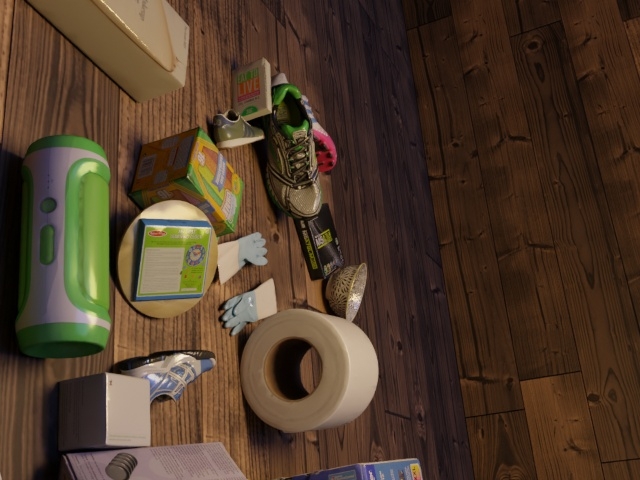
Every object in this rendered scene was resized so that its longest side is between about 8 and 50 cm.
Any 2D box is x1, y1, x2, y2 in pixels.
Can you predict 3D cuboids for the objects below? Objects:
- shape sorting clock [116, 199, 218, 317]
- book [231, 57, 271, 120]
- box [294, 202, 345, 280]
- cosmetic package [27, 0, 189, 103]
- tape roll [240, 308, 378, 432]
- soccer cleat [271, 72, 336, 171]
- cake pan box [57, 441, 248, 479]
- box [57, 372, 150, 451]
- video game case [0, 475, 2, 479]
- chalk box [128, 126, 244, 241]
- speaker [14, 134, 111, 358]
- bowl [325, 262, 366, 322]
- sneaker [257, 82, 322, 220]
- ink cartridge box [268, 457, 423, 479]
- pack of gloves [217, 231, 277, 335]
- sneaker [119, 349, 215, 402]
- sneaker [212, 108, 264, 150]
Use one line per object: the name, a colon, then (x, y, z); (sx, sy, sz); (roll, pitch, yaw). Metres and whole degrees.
shape sorting clock: (-0.262, 0.032, 1.285); (0.206, 0.040, 0.206); (-16, 113, -43)
book: (-0.166, -0.356, 1.776); (0.035, 0.096, 0.144); (39, 41, -57)
box: (0.000, 0.000, 2.035); (0.190, 0.045, 0.184); (-29, 106, -69)
cosmetic package: (-0.364, -0.400, 1.294); (0.309, 0.113, 0.160); (42, 39, -53)
tape roll: (-0.021, 0.270, 1.542); (0.169, 0.246, 0.246); (26, 53, -63)
soccer cleat: (-0.045, -0.322, 2.025); (0.331, 0.116, 0.143); (49, 34, -49)
cake pan box: (-0.187, 0.370, 0.969); (0.245, 0.267, 0.070); (4, 111, -38)
box: (-0.307, 0.247, 1.061); (0.101, 0.087, 0.102); (32, 47, -60)
video game case: (-0.432, 0.285, 0.791); (0.210, 0.042, 0.232); (-18, 93, -69)
chalk box: (-0.232, -0.082, 1.390); (0.213, 0.132, 0.132); (53, 31, -44)
speaker: (-0.357, 0.008, 1.038); (0.131, 0.131, 0.296); (33, 47, -60)
bowl: (0.063, 0.134, 2.024); (0.170, 0.080, 0.170); (15, 90, -75)
sneaker: (-0.073, -0.213, 1.799); (0.146, 0.134, 0.343); (171, -96, -74)
ink cartridge box: (0.022, 0.524, 1.454); (0.395, 0.270, 0.151); (32, 45, -60)
pack of gloves: (-0.171, 0.089, 1.586); (0.232, 0.046, 0.195); (-23, 109, -65)
sneaker: (-0.253, 0.226, 1.241); (0.211, 0.080, 0.081); (-2, 85, -58)
sneaker: (-0.188, -0.261, 1.701); (0.192, 0.064, 0.086); (-35, 114, -64)
